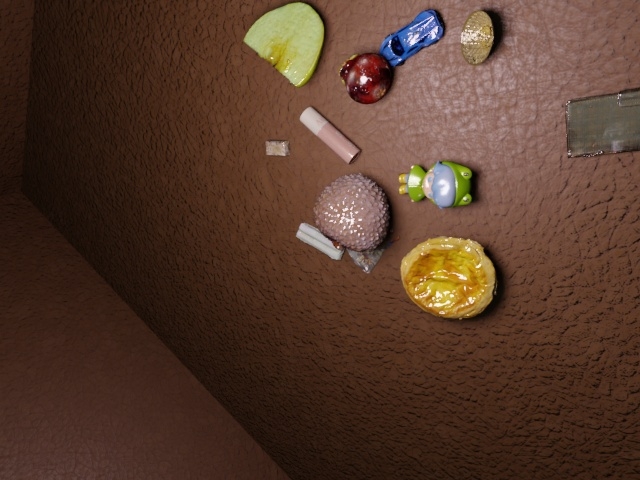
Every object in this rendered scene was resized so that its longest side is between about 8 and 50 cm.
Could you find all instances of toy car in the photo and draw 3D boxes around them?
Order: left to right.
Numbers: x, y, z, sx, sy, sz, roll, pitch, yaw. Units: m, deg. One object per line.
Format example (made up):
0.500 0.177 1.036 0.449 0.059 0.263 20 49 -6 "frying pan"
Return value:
0.276 -0.628 1.300 0.216 0.063 0.103 -22 98 37 "toy car"

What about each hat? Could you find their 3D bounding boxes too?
0.477 -0.587 1.200 0.146 0.067 0.145 167 90 -75 "hat"

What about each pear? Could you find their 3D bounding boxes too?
-0.089 -0.700 1.462 0.288 0.139 0.239 44 112 14 "pear"

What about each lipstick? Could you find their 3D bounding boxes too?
0.036 -0.393 1.551 0.254 0.070 0.070 43 127 8 "lipstick"

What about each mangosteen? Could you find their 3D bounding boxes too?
0.141 -0.539 1.363 0.180 0.166 0.166 39 126 22 "mangosteen"

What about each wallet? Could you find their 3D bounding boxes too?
0.835 -0.318 1.100 0.317 0.044 0.168 -1 114 34 "wallet"

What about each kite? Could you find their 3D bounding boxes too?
0.211 0.029 1.665 0.141 0.015 0.245 47 128 3 "kite"

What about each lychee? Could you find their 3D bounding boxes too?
0.123 -0.093 1.511 0.300 0.300 0.299 13 117 27 "lychee"

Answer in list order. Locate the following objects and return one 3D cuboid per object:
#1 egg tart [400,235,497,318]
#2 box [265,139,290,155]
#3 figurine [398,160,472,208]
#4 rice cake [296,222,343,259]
0.455 0.124 1.479 0.342 0.132 0.341 14 119 27 "egg tart"
-0.176 -0.381 1.706 0.098 0.045 0.062 11 116 27 "box"
0.382 -0.189 1.392 0.263 0.143 0.162 13 110 46 "figurine"
0.000 0.000 1.767 0.226 0.040 0.084 29 124 19 "rice cake"
